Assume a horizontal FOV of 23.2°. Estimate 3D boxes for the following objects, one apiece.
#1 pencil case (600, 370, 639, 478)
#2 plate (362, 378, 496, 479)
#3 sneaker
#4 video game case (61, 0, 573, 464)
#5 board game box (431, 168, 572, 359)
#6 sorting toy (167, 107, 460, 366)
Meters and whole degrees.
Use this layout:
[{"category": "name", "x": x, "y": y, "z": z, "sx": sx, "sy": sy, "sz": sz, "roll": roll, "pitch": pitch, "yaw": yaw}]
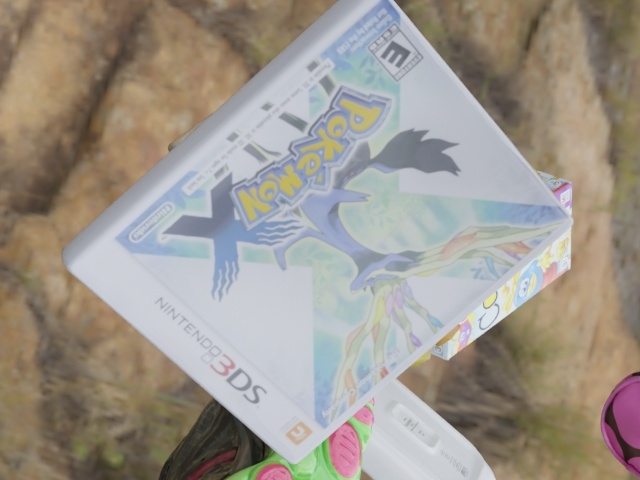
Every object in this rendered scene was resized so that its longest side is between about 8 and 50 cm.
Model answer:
[{"category": "pencil case", "x": 0.311, "y": 0.106, "z": 1.170, "sx": 0.209, "sy": 0.095, "sz": 0.098, "roll": -22, "pitch": 155, "yaw": -31}, {"category": "plate", "x": 0.103, "y": 0.241, "z": 1.904, "sx": 0.045, "sy": 0.278, "sz": 0.277, "roll": -51, "pitch": 174, "yaw": 13}, {"category": "sneaker", "x": -0.068, "y": 0.279, "z": 1.587, "sx": 0.202, "sy": 0.185, "sz": 0.483, "roll": -41, "pitch": -167, "yaw": 29}, {"category": "video game case", "x": 0.007, "y": -0.003, "z": 1.284, "sx": 0.329, "sy": 0.036, "sz": 0.300, "roll": -42, "pitch": 123, "yaw": 5}, {"category": "board game box", "x": 0.198, "y": 0.018, "z": 2.072, "sx": 0.275, "sy": 0.142, "sz": 0.144, "roll": -32, "pitch": 130, "yaw": -37}, {"category": "sorting toy", "x": 0.000, "y": 0.000, "z": 1.447, "sx": 0.307, "sy": 0.041, "sz": 0.229, "roll": 53, "pitch": 34, "yaw": -5}]
